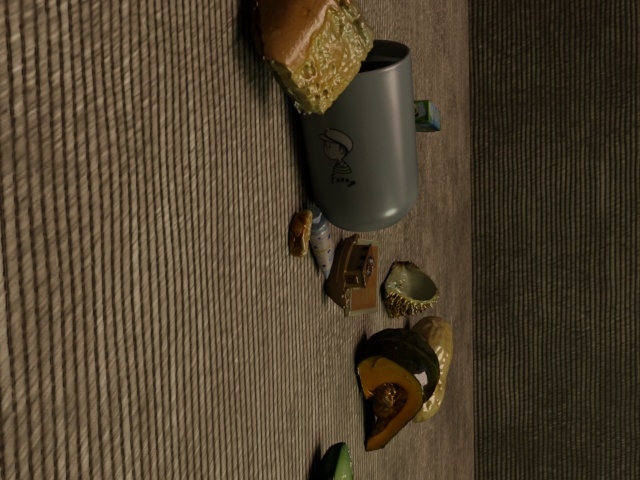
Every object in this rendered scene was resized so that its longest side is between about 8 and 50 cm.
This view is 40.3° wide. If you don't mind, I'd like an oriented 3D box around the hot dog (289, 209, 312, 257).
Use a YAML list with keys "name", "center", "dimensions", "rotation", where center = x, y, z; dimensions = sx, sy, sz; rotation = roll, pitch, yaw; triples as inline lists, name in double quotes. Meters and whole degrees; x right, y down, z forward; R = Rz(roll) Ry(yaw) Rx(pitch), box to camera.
- name: "hot dog"
  center: [-0.036, -0.016, 1.499]
  dimensions: [0.034, 0.030, 0.090]
  rotation: [50, 43, -58]

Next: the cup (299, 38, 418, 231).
- name: "cup"
  center: [0.072, -0.183, 1.555]
  dimensions: [0.205, 0.205, 0.312]
  rotation: [-62, 148, -57]

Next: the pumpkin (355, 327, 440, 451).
- name: "pumpkin"
  center: [0.139, 0.330, 1.984]
  dimensions: [0.280, 0.190, 0.139]
  rotation: [-50, -177, 28]

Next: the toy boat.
- name: "toy boat"
  center: [0.063, 0.060, 1.739]
  dimensions: [0.200, 0.077, 0.057]
  rotation: [-68, 153, -52]

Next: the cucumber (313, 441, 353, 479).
- name: "cucumber"
  center: [0.014, 0.492, 1.600]
  dimensions: [0.115, 0.063, 0.244]
  rotation: [55, 38, -48]

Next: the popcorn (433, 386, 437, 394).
- name: "popcorn"
  center: [0.226, 0.348, 2.168]
  dimensions: [0.167, 0.148, 0.152]
  rotation: [-26, 93, -82]

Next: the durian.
- name: "durian"
  center: [0.225, 0.128, 2.242]
  dimensions: [0.139, 0.144, 0.252]
  rotation: [61, 31, -14]

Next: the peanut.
- name: "peanut"
  center: [0.286, 0.342, 2.383]
  dimensions: [0.147, 0.148, 0.319]
  rotation: [69, 31, -50]

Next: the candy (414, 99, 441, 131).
- name: "candy"
  center: [0.266, -0.336, 2.374]
  dimensions: [0.194, 0.097, 0.062]
  rotation: [1, 90, -73]

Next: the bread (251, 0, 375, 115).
- name: "bread"
  center: [-0.021, -0.347, 1.344]
  dimensions: [0.204, 0.163, 0.262]
  rotation: [41, 36, -54]

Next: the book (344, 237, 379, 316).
- name: "book"
  center: [0.093, 0.080, 1.942]
  dimensions: [0.242, 0.018, 0.170]
  rotation: [8, 83, -72]

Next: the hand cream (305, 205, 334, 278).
- name: "hand cream"
  center: [0.000, 0.000, 1.600]
  dimensions: [0.170, 0.043, 0.065]
  rotation: [74, 24, -53]
